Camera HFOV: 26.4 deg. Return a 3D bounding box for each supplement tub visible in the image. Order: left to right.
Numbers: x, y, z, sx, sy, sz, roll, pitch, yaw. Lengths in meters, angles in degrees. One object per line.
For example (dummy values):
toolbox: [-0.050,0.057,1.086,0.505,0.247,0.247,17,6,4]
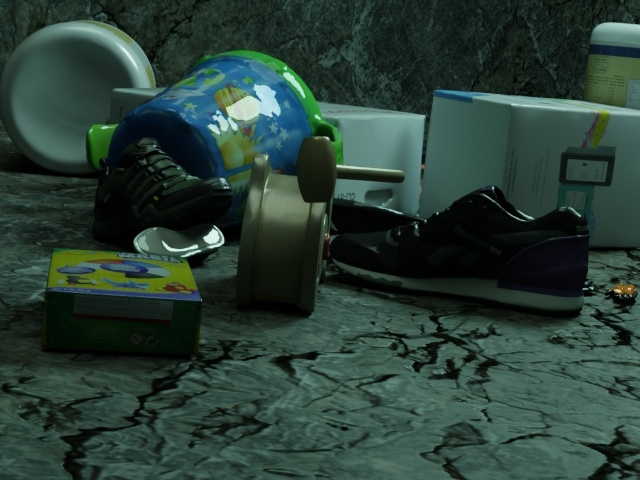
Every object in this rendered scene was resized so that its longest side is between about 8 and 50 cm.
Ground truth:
supplement tub: [-0.396,-0.244,2.266,0.241,0.241,0.331,5,9,-6]
supplement tub: [0.515,-0.171,2.112,0.228,0.316,0.228,5,9,-1]

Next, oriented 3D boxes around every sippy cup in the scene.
sippy cup: [-0.143,-0.108,1.714,0.305,0.240,0.224,-34,-1,32]

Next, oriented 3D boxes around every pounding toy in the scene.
pounding toy: [0.000,0.000,1.362,0.155,0.154,0.269,6,-10,2]

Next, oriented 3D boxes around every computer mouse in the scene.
computer mouse: [0.139,0.007,1.628,0.262,0.060,0.184,13,0,-32]

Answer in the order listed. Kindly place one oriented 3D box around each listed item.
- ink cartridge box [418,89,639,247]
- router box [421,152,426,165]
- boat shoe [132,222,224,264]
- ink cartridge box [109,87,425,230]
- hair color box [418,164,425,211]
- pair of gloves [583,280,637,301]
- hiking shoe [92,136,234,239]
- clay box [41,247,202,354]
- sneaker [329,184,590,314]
ink cartridge box: [0.313,-0.102,1.942,0.270,0.197,0.198,1,11,-29]
router box: [0.330,-0.101,2.309,0.243,0.081,0.309,10,11,27]
boat shoe: [-0.160,0.009,1.488,0.125,0.038,0.046,-15,63,-51]
ink cartridge box: [-0.076,-0.128,1.988,0.385,0.160,0.279,11,11,29]
hair color box: [0.143,-0.081,2.108,0.141,0.072,0.043,-3,12,-37]
pair of gloves: [0.320,0.058,1.556,0.083,0.010,0.074,5,10,17]
hiking shoe: [-0.191,-0.065,1.557,0.227,0.114,0.086,-9,-2,43]
clay box: [-0.177,0.047,1.197,0.127,0.053,0.222,4,10,-11]
sneaker: [0.152,-0.004,1.480,0.283,0.124,0.107,8,9,16]
